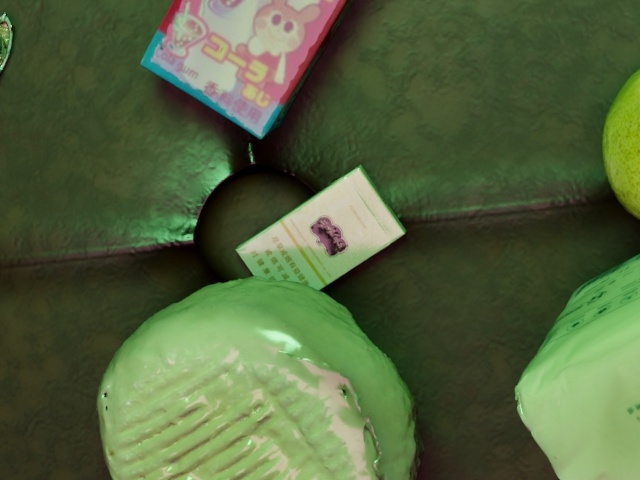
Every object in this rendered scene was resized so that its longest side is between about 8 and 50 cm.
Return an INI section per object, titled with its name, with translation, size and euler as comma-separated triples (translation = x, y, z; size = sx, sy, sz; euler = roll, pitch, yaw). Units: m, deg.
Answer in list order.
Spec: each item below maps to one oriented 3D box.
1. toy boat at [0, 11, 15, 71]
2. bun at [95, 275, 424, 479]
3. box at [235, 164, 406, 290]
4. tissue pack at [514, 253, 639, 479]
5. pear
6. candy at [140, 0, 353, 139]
[toy boat]
translation = -0.356, -0.211, 1.888
size = 0.038, 0.038, 0.083
euler = 22, 105, 3
[bun]
translation = -0.052, 0.212, 1.847
size = 0.360, 0.211, 0.359
euler = 3, 100, 14
[box]
translation = 0.000, 0.000, 1.887
size = 0.167, 0.024, 0.090
euler = -33, 96, 13
[tissue pack]
translation = 0.408, 0.094, 1.669
size = 0.380, 0.297, 0.207
euler = -29, 97, 30
[pear]
translation = 0.365, -0.094, 1.751
size = 0.178, 0.178, 0.178
euler = 2, 102, 8
[candy]
translation = -0.043, -0.275, 1.799
size = 0.157, 0.100, 0.306
euler = 32, 103, 1
